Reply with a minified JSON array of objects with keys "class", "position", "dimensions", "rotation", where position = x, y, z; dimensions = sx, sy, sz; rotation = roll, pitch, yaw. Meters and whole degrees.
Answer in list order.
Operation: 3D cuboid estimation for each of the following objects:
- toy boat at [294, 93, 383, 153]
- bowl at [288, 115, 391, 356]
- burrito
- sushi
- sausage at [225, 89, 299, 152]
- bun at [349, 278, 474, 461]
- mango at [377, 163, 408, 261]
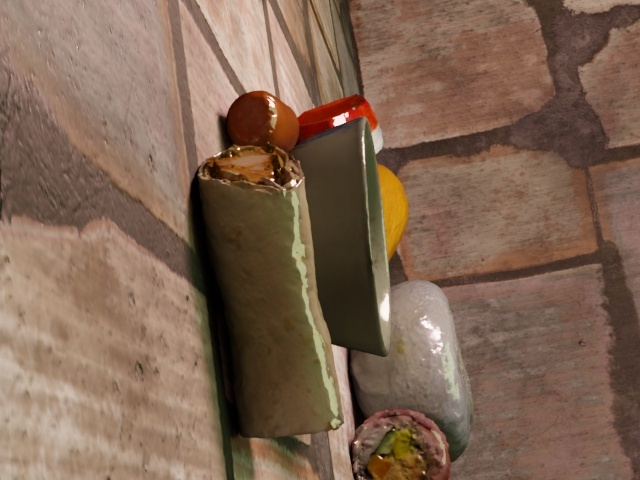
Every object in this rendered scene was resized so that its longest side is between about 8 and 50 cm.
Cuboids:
[{"class":"toy boat","position":[0.033,-0.149,2.008],"dimensions":[0.332,0.145,0.133],"rotation":[-85,157,-79]},{"class":"bowl","position":[0.000,0.000,1.490],"dimensions":[0.289,0.146,0.289],"rotation":[-5,90,-84]},{"class":"burrito","position":[-0.051,0.040,1.203],"dimensions":[0.143,0.105,0.299],"rotation":[113,-34,-84]},{"class":"sushi","position":[0.143,0.398,2.067],"dimensions":[0.107,0.161,0.241],"rotation":[20,59,-84]},{"class":"sausage","position":[-0.065,-0.133,1.467],"dimensions":[0.197,0.076,0.076],"rotation":[-11,91,-84]},{"class":"bun","position":[0.166,0.248,2.286],"dimensions":[0.362,0.211,0.361],"rotation":[-12,90,-81]},{"class":"mango","position":[0.074,-0.025,2.150],"dimensions":[0.359,0.144,0.187],"rotation":[-75,-174,-67]}]
